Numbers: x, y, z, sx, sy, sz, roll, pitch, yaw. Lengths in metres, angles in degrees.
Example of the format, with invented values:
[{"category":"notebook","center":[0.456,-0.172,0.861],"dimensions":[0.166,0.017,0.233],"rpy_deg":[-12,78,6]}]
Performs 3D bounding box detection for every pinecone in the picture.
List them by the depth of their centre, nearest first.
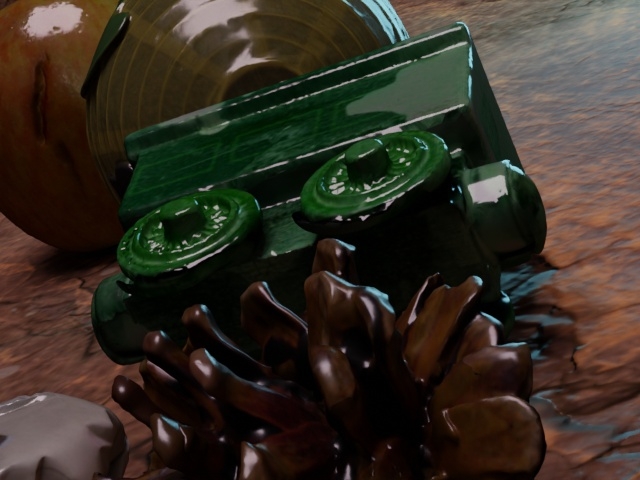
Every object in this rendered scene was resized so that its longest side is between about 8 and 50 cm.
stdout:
[{"category":"pinecone","center":[-0.005,0.089,0.645],"dimensions":[0.195,0.150,0.179],"rpy_deg":[-27,22,-7]}]

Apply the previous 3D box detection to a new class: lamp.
[{"category":"lamp","center":[-0.042,-0.094,1.105],"dimensions":[0.250,0.250,0.284],"rpy_deg":[-24,8,-6]}]

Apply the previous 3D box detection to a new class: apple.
[{"category":"apple","center":[-0.205,-0.111,1.430],"dimensions":[0.264,0.264,0.264],"rpy_deg":[-20,16,6]}]

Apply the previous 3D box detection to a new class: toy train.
[{"category":"toy train","center":[0.000,0.000,0.897],"dimensions":[0.266,0.145,0.202],"rpy_deg":[-17,28,16]}]

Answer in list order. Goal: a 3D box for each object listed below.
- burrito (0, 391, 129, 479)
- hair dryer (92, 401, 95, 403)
[{"category":"burrito","center":[-0.311,0.189,0.807],"dimensions":[0.445,0.101,0.139],"rpy_deg":[-19,21,3]},{"category":"hair dryer","center":[-0.161,0.116,0.985],"dimensions":[0.047,0.026,0.083],"rpy_deg":[-24,13,-9]}]
